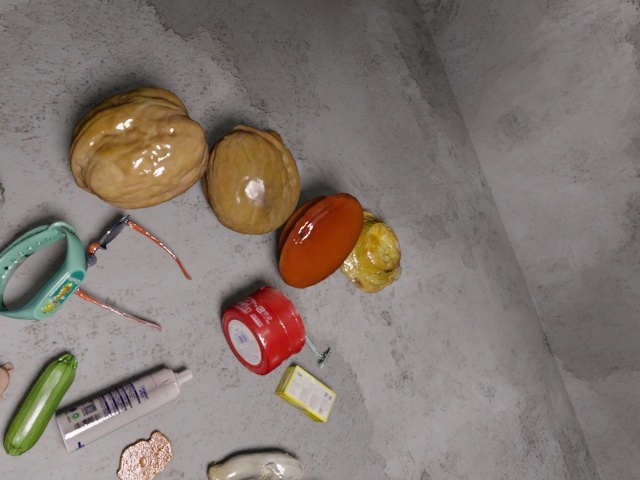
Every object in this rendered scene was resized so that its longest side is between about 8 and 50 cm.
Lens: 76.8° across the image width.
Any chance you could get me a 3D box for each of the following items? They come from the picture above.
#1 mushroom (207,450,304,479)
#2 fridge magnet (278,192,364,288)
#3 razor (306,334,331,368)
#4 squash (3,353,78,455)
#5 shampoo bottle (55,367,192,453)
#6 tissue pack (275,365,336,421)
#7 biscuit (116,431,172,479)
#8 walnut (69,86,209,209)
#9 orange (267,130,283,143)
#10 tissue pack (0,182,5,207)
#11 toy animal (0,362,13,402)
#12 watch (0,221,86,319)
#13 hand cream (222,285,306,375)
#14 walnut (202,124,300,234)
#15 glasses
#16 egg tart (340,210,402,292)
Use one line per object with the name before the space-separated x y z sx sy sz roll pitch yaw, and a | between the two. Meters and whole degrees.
mushroom | -0.170 0.632 1.111 0.278 0.096 0.099 17 20 -28
fridge magnet | 0.000 0.000 1.337 0.363 0.364 0.155 -26 52 -39
razor | -0.046 0.324 1.350 0.211 0.036 0.084 51 28 -2
squash | -0.618 0.358 0.897 0.068 0.077 0.219 11 57 13
shampoo bottle | -0.461 0.393 0.986 0.303 0.092 0.092 -18 85 -40
tissue pack | -0.045 0.483 1.269 0.176 0.062 0.095 40 53 -16
biscuit | -0.432 0.540 0.997 0.130 0.019 0.102 -28 91 -39
walnut | -0.481 -0.233 1.066 0.344 0.306 0.306 -37 97 -11
orange | -0.175 -0.358 1.477 0.085 0.085 0.085 13 66 -32
tissue pack | -0.914 -0.047 0.799 0.394 0.124 0.288 19 63 -29
toy animal | -0.728 0.286 0.848 0.150 0.089 0.083 37 78 -23
watch | -0.640 0.070 0.921 0.195 0.068 0.237 32 78 20
hand cream | -0.167 0.258 1.163 0.149 0.230 0.230 -26 89 -39
walnut | -0.214 -0.184 1.236 0.333 0.333 0.333 13 66 -32
glasses | -0.480 0.089 1.067 0.268 0.118 0.234 35 55 -20
egg tart | 0.210 0.033 1.578 0.341 0.129 0.341 15 64 -32
